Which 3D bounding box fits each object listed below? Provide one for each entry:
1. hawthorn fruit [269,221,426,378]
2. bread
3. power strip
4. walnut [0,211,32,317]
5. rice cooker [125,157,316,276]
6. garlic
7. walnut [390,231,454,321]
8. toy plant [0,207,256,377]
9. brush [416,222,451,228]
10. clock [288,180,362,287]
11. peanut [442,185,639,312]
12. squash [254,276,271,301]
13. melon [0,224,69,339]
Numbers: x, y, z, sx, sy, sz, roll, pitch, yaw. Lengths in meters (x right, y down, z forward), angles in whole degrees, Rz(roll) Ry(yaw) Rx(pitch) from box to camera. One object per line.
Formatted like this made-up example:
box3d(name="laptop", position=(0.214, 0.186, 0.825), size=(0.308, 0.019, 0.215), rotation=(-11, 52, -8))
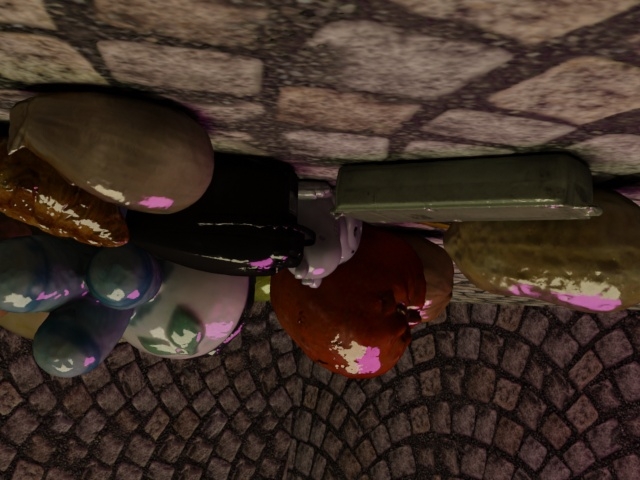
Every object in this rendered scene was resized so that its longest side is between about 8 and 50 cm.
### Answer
box3d(name="hawthorn fruit", position=(0.015, 0.058, 1.209), size=(0.299, 0.211, 0.211), rotation=(36, -171, 28))
box3d(name="bread", position=(-0.294, -0.064, 0.842), size=(0.233, 0.075, 0.105), rotation=(20, 155, -10))
box3d(name="power strip", position=(0.132, -0.047, 0.813), size=(0.272, 0.052, 0.078), rotation=(-1, 171, 36))
box3d(name="walnut", position=(-0.498, 0.017, 1.110), size=(0.225, 0.224, 0.261), rotation=(3, 167, 19))
box3d(name="rice cooker", position=(-0.106, -0.023, 0.901), size=(0.203, 0.118, 0.142), rotation=(5, 173, 9))
box3d(name="garlic", position=(-0.153, -0.075, 0.723), size=(0.129, 0.090, 0.198), rotation=(19, -172, 30))
box3d(name="walnut", position=(0.132, 0.054, 1.339), size=(0.167, 0.149, 0.166), rotation=(25, 152, 15))
box3d(name="toy plant", position=(-0.266, 0.041, 1.048), size=(0.247, 0.247, 0.332), rotation=(1, 175, 34))
box3d(name="brush", position=(0.177, -0.022, 1.183), size=(0.205, 0.011, 0.083), rotation=(9, 174, -25))
box3d(name="clock", position=(-0.001, 0.000, 1.032), size=(0.080, 0.117, 0.176), rotation=(4, 174, 15))
box3d(name="peanut", position=(0.234, 0.003, 0.868), size=(0.224, 0.129, 0.129), rotation=(11, 177, 27))
box3d(name="squash", position=(-0.151, 0.065, 1.748), size=(0.118, 0.118, 0.371), rotation=(8, 176, -24))
box3d(name="melon", position=(-0.404, 0.051, 1.329), size=(0.317, 0.223, 0.223), rotation=(6, 175, 27))
